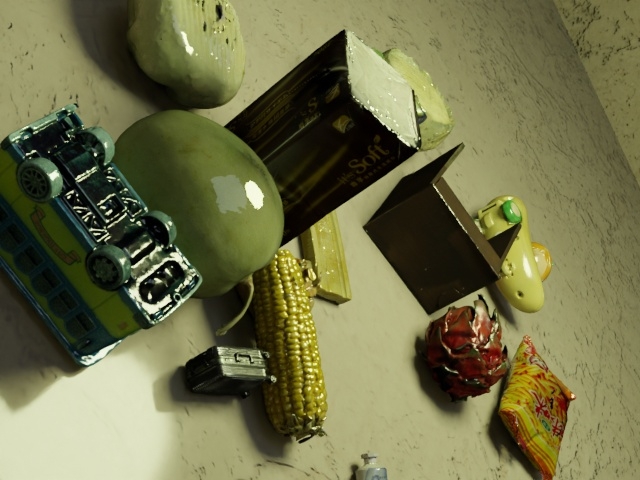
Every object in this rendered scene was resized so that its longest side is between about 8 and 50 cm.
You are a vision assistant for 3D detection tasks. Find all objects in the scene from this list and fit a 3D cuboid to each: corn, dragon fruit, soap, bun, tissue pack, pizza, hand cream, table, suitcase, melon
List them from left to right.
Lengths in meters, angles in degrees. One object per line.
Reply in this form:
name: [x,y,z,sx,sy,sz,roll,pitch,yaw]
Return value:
bun: [-0.247,-0.368,1.758,0.273,0.168,0.273,37,44,-47]
melon: [-0.192,-0.052,1.497,0.308,0.271,0.272,39,38,-17]
suitcase: [-0.141,0.203,1.505,0.126,0.086,0.059,12,54,-48]
corn: [-0.054,0.170,1.588,0.115,0.115,0.318,2,77,-52]
pizza: [-0.057,0.091,1.722,0.226,0.069,0.147,-4,66,-53]
tissue pack: [-0.024,-0.161,1.702,0.198,0.370,0.210,33,35,-34]
soap: [0.001,0.000,1.896,0.092,0.037,0.252,22,47,-43]
hand cream: [0.092,0.434,1.664,0.084,0.053,0.142,13,64,-48]
bun: [0.194,-0.317,2.293,0.259,0.152,0.259,40,25,-23]
table: [0.280,-0.034,2.141,0.251,0.196,0.282,53,33,-7]
dragon fruit: [0.293,0.222,1.980,0.182,0.182,0.189,13,44,-47]

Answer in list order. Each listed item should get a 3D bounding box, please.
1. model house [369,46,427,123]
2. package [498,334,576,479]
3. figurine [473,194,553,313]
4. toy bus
model house: [0.114,-0.286,2.126,0.211,0.194,0.170,30,40,-34]
package: [0.473,0.376,2.151,0.223,0.108,0.288,54,41,-17]
figurine: [0.483,0.033,2.386,0.222,0.124,0.325,25,44,-47]
toy bus: [-0.330,-0.006,1.332,0.312,0.190,0.152,53,33,-7]
